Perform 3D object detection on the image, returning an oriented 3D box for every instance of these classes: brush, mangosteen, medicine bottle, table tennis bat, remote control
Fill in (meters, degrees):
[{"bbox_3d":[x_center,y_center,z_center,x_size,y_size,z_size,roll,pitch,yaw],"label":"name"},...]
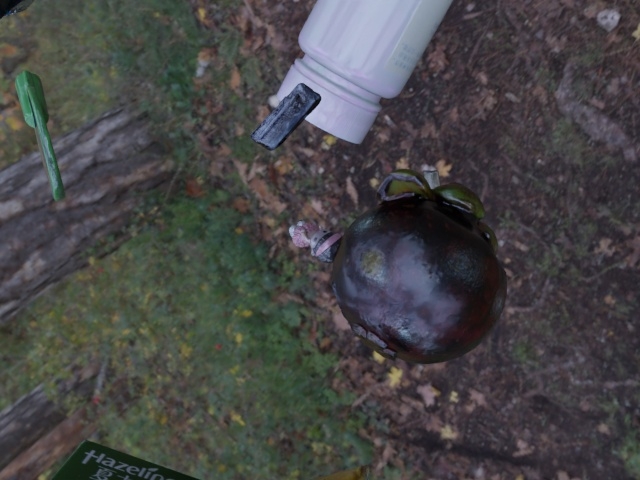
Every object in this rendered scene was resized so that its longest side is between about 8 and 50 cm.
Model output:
[{"bbox_3d":[0.289,-0.056,1.872,0.043,0.036,0.248,-3,119,22],"label":"brush"},{"bbox_3d":[0.166,0.052,1.258,0.311,0.311,0.311,19,131,23],"label":"mangosteen"},{"bbox_3d":[0.089,-0.380,1.359,0.213,0.213,0.378,33,106,11],"label":"medicine bottle"},{"bbox_3d":[-0.406,-0.165,1.103,0.160,0.039,0.257,96,153,-44],"label":"table tennis bat"},{"bbox_3d":[-0.040,-0.143,0.901,0.039,0.014,0.096,29,119,-34],"label":"remote control"}]

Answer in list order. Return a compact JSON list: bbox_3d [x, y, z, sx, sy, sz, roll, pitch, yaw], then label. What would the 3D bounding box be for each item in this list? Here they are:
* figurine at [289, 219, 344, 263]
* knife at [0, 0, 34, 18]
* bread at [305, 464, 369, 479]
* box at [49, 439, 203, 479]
[{"bbox_3d":[0.000,0.000,1.390,0.129,0.072,0.054,24,136,49],"label":"figurine"},{"bbox_3d":[-0.361,-0.154,0.660,0.043,0.365,0.089,32,152,11],"label":"knife"},{"bbox_3d":[-0.047,0.563,1.181,0.394,0.361,0.250,-14,154,1],"label":"bread"},{"bbox_3d":[-0.132,0.249,0.600,0.199,0.135,0.081,21,104,1],"label":"box"}]
